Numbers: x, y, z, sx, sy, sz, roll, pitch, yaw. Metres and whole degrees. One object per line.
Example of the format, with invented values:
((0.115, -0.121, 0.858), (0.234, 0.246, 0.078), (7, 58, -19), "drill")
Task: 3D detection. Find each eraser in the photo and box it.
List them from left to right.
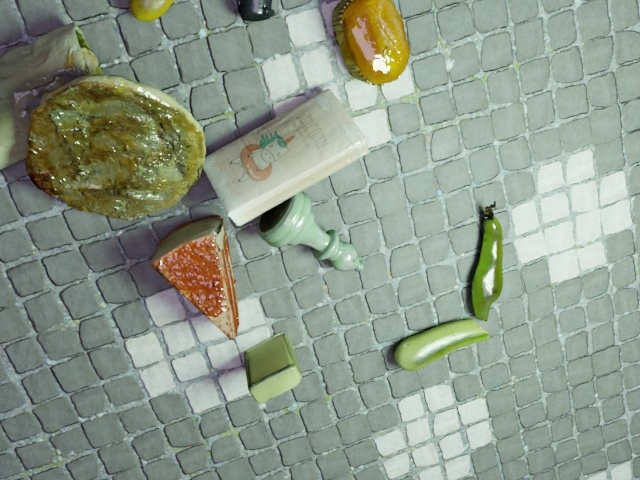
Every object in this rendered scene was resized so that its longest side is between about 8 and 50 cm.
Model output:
((-0.113, 0.294, 1.228), (0.117, 0.172, 0.058), (-26, 110, -3), "eraser")

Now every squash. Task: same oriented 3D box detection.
((0.306, 0.263, 1.351), (0.250, 0.083, 0.083), (-20, 108, -8), "squash")

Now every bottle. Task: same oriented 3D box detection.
((-0.126, -0.566, 1.040), (0.082, 0.072, 0.245), (10, 105, 25), "bottle")

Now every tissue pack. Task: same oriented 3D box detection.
((-0.077, -0.180, 1.117), (0.325, 0.071, 0.170), (-30, 64, -1), "tissue pack")

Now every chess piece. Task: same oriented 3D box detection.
((0.000, 0.000, 1.208), (0.271, 0.139, 0.139), (33, 97, -29), "chess piece")

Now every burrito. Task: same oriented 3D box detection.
((-0.573, -0.260, 1.015), (0.331, 0.135, 0.190), (-27, 115, 1), "burrito")

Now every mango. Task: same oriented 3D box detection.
((-0.327, -0.507, 1.020), (0.103, 0.076, 0.161), (12, 106, -18), "mango")

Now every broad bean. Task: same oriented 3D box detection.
((0.422, 0.053, 1.324), (0.075, 0.067, 0.325), (-13, 107, -39), "broad bean")

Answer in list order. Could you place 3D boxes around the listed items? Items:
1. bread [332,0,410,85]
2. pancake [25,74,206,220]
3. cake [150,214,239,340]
((0.109, -0.425, 1.109), (0.132, 0.114, 0.191), (-30, 114, -4), "bread")
((-0.395, -0.167, 1.032), (0.356, 0.065, 0.356), (-8, 140, -6), "pancake")
((-0.272, 0.094, 1.153), (0.159, 0.158, 0.262), (-7, 108, -4), "cake")
